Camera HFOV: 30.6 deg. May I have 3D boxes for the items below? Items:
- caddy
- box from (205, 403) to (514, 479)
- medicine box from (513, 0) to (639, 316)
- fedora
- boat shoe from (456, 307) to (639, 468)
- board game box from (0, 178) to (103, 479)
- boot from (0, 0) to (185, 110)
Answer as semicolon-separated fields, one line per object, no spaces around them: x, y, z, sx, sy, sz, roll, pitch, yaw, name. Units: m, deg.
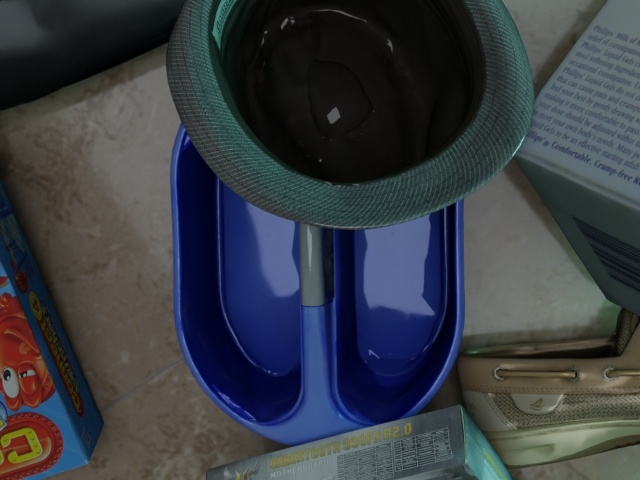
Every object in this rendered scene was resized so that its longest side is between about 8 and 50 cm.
0.000;0.000;0.988;0.241;0.179;0.341;-1;94;6;caddy
0.045;0.231;0.988;0.231;0.056;0.183;-18;136;18;box
0.314;-0.093;0.863;0.149;0.263;0.289;31;82;40;medicine box
0.018;-0.105;0.851;0.243;0.124;0.275;-29;67;-11;fedora
0.287;0.106;0.992;0.341;0.121;0.110;-14;93;8;boat shoe
-0.395;0.097;1.040;0.308;0.086;0.302;-19;106;3;board game box
-0.288;-0.299;1.005;0.445;0.146;0.367;-23;104;13;boot
